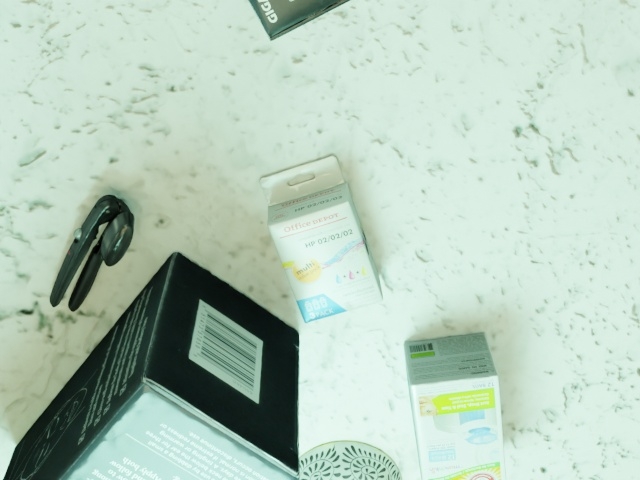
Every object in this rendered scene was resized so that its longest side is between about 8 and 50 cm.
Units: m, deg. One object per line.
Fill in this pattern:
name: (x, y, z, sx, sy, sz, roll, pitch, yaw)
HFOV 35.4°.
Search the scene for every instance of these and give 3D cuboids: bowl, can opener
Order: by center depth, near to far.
can opener: (-0.286, 0.019, 1.228, 0.059, 0.073, 0.186, 28, 122, -23)
bowl: (0.034, 0.372, 1.397, 0.170, 0.080, 0.170, -1, 116, -2)

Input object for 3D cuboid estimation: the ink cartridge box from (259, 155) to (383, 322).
ink cartridge box: (0.000, 0.000, 1.221, 0.104, 0.062, 0.181, -17, 115, 7)

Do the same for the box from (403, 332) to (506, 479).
box: (0.179, 0.238, 1.320, 0.114, 0.103, 0.203, -7, 116, 3)

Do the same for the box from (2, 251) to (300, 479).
box: (-0.221, 0.267, 1.220, 0.212, 0.293, 0.395, 36, 111, -17)

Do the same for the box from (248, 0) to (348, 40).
box: (-0.029, -0.349, 1.052, 0.175, 0.051, 0.220, -25, 115, 11)
